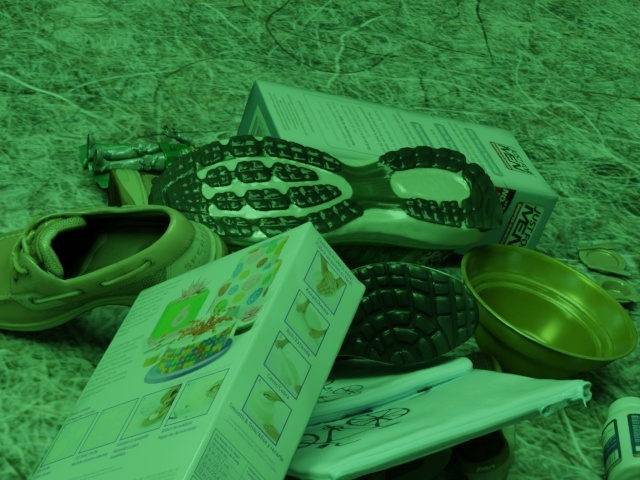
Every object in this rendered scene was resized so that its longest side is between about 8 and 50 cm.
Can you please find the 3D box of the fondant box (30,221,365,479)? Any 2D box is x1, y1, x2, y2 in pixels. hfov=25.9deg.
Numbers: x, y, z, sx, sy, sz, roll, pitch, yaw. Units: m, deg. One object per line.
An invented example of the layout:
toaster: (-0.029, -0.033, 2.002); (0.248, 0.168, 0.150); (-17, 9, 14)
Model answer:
fondant box: (-0.119, 0.153, 1.221); (0.238, 0.096, 0.330); (-22, 31, 38)

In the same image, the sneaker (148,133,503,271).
sneaker: (0.000, -0.002, 1.594); (0.410, 0.182, 0.158); (3, 46, -20)

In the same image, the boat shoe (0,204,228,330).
boat shoe: (-0.265, 0.013, 1.457); (0.341, 0.110, 0.121); (-9, 58, 25)

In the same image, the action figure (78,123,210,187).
action figure: (-0.191, -0.108, 1.843); (0.232, 0.063, 0.137); (-1, 30, -24)

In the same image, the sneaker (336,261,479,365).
sneaker: (0.025, 0.081, 1.477); (0.283, 0.107, 0.124); (-7, 0, 5)

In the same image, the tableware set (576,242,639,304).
tableware set: (0.413, 0.049, 1.804); (0.141, 0.020, 0.168); (5, 33, -8)

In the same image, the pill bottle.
pill bottle: (0.331, 0.220, 1.464); (0.067, 0.067, 0.120); (10, 32, 0)

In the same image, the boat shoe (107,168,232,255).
boat shoe: (-0.160, 0.017, 1.600); (0.123, 0.123, 0.342); (-3, 28, -18)

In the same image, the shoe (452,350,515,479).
shoe: (0.168, 0.194, 1.479); (0.076, 0.058, 0.219); (-18, 25, 12)

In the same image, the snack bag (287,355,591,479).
snack bag: (0.035, 0.161, 1.356); (0.323, 0.037, 0.342); (-12, 8, -33)

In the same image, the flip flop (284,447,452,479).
flip flop: (0.021, 0.252, 1.305); (0.277, 0.112, 0.080); (-14, 62, -35)

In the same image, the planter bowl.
planter bowl: (0.243, 0.102, 1.590); (0.217, 0.090, 0.217); (18, 27, -10)

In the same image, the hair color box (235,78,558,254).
hair color box: (0.092, -0.086, 1.779); (0.374, 0.113, 0.185); (9, 30, -21)
